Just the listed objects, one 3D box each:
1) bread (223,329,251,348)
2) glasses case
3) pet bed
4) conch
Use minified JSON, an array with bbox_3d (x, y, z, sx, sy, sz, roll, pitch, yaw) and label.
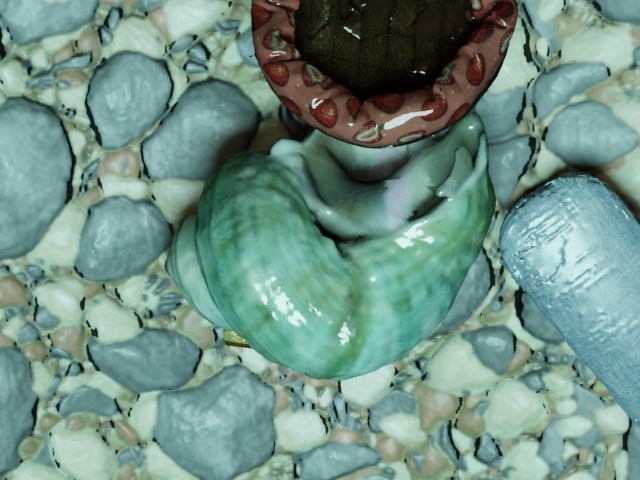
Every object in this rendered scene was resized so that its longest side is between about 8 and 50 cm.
[{"bbox_3d":[-0.036,0.069,1.522,0.083,0.036,0.047,10,104,-6],"label":"bread"},{"bbox_3d":[0.253,0.067,1.512,0.109,0.067,0.282,-39,105,13],"label":"glasses case"},{"bbox_3d":[0.043,-0.162,1.410,0.201,0.053,0.201,1,74,-2],"label":"pet bed"},{"bbox_3d":[0.000,0.000,1.440,0.277,0.195,0.220,-16,67,26],"label":"conch"}]
